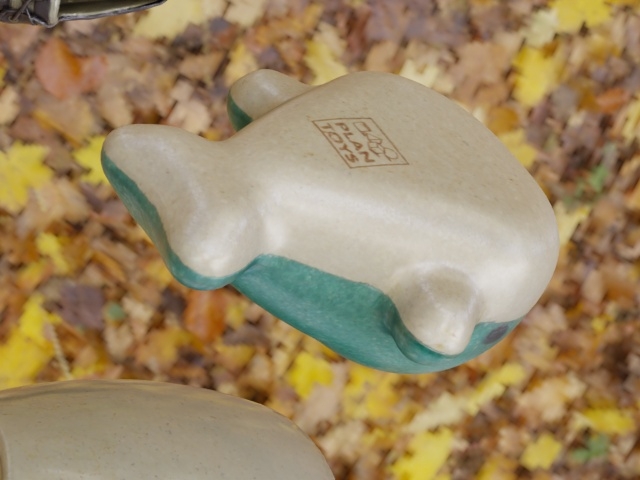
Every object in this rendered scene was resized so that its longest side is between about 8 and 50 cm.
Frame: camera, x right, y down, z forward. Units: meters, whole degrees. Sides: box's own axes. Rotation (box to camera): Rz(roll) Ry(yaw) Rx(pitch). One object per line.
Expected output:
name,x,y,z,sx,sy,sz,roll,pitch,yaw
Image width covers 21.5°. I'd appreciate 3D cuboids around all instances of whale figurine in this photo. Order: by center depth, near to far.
whale figurine,0.000,0.000,0.908,0.272,0.216,0.141,-3,135,-44

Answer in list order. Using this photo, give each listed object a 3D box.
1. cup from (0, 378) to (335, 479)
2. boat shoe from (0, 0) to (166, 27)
cup,-0.180,0.229,1.159,0.237,0.331,0.331,31,90,-41
boat shoe,-0.293,-0.272,1.775,0.285,0.092,0.103,-10,145,-23
